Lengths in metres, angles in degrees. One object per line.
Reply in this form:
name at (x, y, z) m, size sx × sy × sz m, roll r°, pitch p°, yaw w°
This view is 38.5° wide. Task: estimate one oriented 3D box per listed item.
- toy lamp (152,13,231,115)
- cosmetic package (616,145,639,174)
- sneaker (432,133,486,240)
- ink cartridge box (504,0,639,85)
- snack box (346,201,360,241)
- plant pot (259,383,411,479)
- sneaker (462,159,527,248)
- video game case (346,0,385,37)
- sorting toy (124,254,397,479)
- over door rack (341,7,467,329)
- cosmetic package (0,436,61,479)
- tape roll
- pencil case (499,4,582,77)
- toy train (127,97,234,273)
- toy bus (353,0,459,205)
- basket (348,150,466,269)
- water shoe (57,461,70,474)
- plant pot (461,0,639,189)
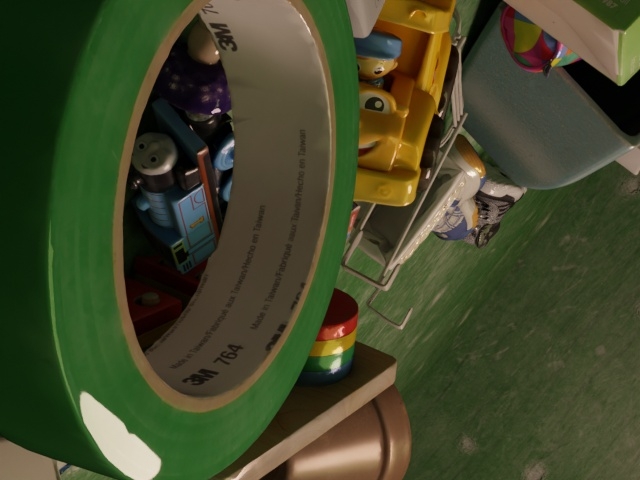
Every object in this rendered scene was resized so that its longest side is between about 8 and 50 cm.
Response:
toy lamp at (-0.044, -0.212, 0.609) m, size 0.080 × 0.080 × 0.274 m, roll -30°, pitch 152°, yaw -48°
cosmetic package at (0.548, -0.245, 1.738) m, size 0.117 × 0.231 × 0.085 m, roll -46°, pitch 162°, yaw -17°
sneaker at (0.174, -0.064, 1.446) m, size 0.131 × 0.112 × 0.296 m, roll -30°, pitch 158°, yaw -6°
ink cartridge box at (0.290, -0.331, 0.746) m, size 0.353 × 0.207 × 0.119 m, roll -47°, pitch 158°, yaw 3°
snack box at (0.000, 0.000, 1.168) m, size 0.022 × 0.064 × 0.178 m, roll -36°, pitch 157°, yaw -37°
plant pot at (-0.008, 0.344, 1.607) m, size 0.229 × 0.263 × 0.263 m, roll -7°, pitch 137°, yaw -39°
sneaker at (0.308, -0.061, 1.733) m, size 0.153 × 0.101 × 0.268 m, roll -57°, pitch 164°, yaw 12°
video game case at (0.061, -0.332, 0.538) m, size 0.300 × 0.036 × 0.329 m, roll 64°, pitch 49°, yaw -71°
sorting toy at (-0.099, 0.087, 0.820) m, size 0.255 × 0.257 × 0.089 m, roll -23°, pitch 126°, yaw -51°
over door rack at (0.086, -0.082, 1.066) m, size 0.239 × 0.108 × 0.324 m, roll 56°, pitch 49°, yaw -72°
cosmetic package at (-0.295, 0.225, 0.512) m, size 0.309 × 0.160 × 0.113 m, roll -18°, pitch 169°, yaw 9°
tape roll at (-0.073, -0.029, 0.512) m, size 0.321 × 0.077 × 0.321 m, roll 10°, pitch 90°, yaw -68°
pencil case at (0.329, -0.269, 1.108) m, size 0.236 × 0.104 × 0.104 m, roll -21°, pitch 149°, yaw -30°
toy train at (-0.110, -0.050, 0.782) m, size 0.105 × 0.080 × 0.184 m, roll -38°, pitch 160°, yaw -17°
toy bus at (0.047, -0.167, 0.731) m, size 0.220 × 0.149 × 0.211 m, roll -73°, pitch 179°, yaw -47°
basket at (0.112, -0.055, 1.254) m, size 0.167 × 0.113 × 0.103 m, roll -53°, pitch 164°, yaw 9°
water shoe at (-0.278, 0.203, 0.924) m, size 0.203 × 0.073 × 0.080 m, roll -41°, pitch -178°, yaw -16°
plant pot at (0.336, -0.214, 1.291) m, size 0.248 × 0.247 × 0.252 m, roll -39°, pitch 174°, yaw -32°
